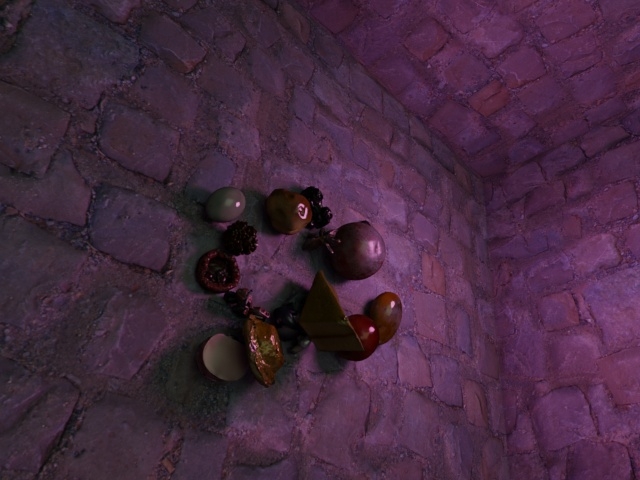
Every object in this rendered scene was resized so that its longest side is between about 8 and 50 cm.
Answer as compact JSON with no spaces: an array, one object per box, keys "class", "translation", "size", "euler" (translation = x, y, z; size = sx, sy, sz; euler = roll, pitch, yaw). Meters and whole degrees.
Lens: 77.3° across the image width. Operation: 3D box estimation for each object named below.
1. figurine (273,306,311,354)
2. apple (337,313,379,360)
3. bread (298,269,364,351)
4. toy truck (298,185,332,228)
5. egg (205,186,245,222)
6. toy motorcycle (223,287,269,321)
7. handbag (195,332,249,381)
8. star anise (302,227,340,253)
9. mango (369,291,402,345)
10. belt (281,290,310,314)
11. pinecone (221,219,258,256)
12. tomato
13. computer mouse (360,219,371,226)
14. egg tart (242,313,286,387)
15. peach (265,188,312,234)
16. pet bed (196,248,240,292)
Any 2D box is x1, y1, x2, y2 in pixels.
[{"class":"figurine","translation":[-0.128,0.389,1.768],"size":[0.222,0.146,0.145],"euler":[53,44,-12]},{"class":"apple","translation":[0.174,0.472,1.951],"size":[0.202,0.218,0.218],"euler":[-20,85,-43]},{"class":"bread","translation":[0.073,0.293,1.817],"size":[0.361,0.245,0.233],"euler":[-74,145,-44]},{"class":"toy truck","translation":[-0.025,-0.182,2.152],"size":[0.224,0.148,0.165],"euler":[60,21,-7]},{"class":"egg","translation":[-0.415,-0.156,1.751],"size":[0.149,0.149,0.192],"euler":[54,52,-9]},{"class":"toy motorcycle","translation":[-0.300,0.270,1.672],"size":[0.212,0.118,0.084],"euler":[41,33,-21]},{"class":"handbag","translation":[-0.371,0.447,1.521],"size":[0.205,0.117,0.179],"euler":[36,49,-24]},{"class":"star anise","translation":[0.010,-0.012,2.051],"size":[0.171,0.208,0.063],"euler":[-57,139,-32]},{"class":"mango","translation":[0.352,0.430,2.193],"size":[0.193,0.146,0.316],"euler":[34,60,-22]},{"class":"belt","translation":[-0.079,0.308,1.891],"size":[0.147,0.082,0.163],"euler":[55,43,-2]},{"class":"pinecone","translation":[-0.345,-0.003,1.749],"size":[0.174,0.174,0.173],"euler":[20,57,-36]},{"class":"tomato","translation":[0.193,0.057,2.139],"size":[0.317,0.283,0.315],"euler":[11,75,-45]},{"class":"computer mouse","translation":[0.261,-0.063,2.413],"size":[0.099,0.057,0.172],"euler":[50,33,-10]},{"class":"egg tart","translation":[-0.215,0.424,1.579],"size":[0.295,0.116,0.294],"euler":[-19,90,-88]},{"class":"peach","translation":[-0.160,-0.150,1.951],"size":[0.235,0.214,0.214],"euler":[51,44,-2]},{"class":"pet bed","translation":[-0.425,0.128,1.674],"size":[0.201,0.054,0.201],"euler":[26,52,-39]}]
